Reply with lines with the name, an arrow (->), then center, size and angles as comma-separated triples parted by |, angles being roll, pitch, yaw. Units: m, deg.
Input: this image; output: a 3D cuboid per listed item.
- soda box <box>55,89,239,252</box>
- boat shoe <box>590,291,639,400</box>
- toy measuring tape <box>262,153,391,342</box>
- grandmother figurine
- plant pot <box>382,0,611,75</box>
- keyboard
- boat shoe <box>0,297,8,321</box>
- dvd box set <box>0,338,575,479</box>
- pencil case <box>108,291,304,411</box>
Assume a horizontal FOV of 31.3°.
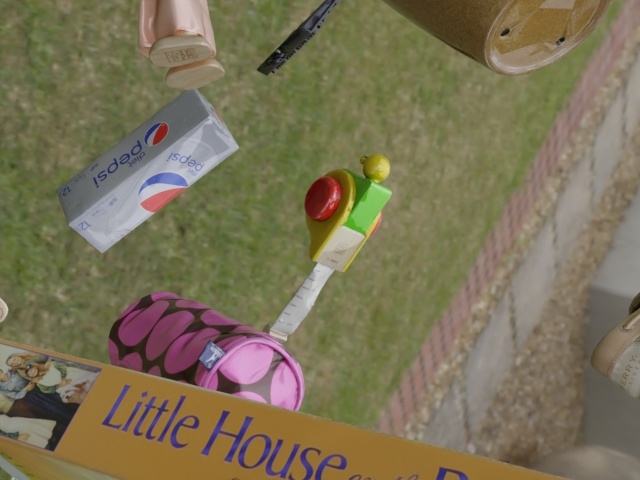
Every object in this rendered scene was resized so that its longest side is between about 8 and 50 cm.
soda box -> -0.277, -0.112, 1.822 | 0.286, 0.098, 0.091 | -37, 135, 5
boat shoe -> 0.427, 0.083, 1.356 | 0.341, 0.110, 0.121 | -28, 138, -51
toy measuring tape -> 0.000, 0.000, 1.742 | 0.330, 0.121, 0.121 | -56, 159, 16
grandmother figurine -> -0.183, -0.371, 1.397 | 0.208, 0.104, 0.342 | 88, -6, -72
plant pot -> 0.125, -0.265, 0.942 | 0.237, 0.254, 0.237 | -23, 149, -14
keyboard -> -0.033, -0.248, 1.429 | 0.108, 0.023, 0.180 | -48, -172, -19
boat shoe -> -0.584, 0.093, 1.832 | 0.063, 0.170, 0.059 | -61, -162, 6
dvd box set -> 0.042, 0.184, 0.590 | 0.062, 0.420, 0.307 | -62, 141, -26
pencil case -> -0.103, 0.100, 0.924 | 0.098, 0.209, 0.095 | -41, 113, -19
